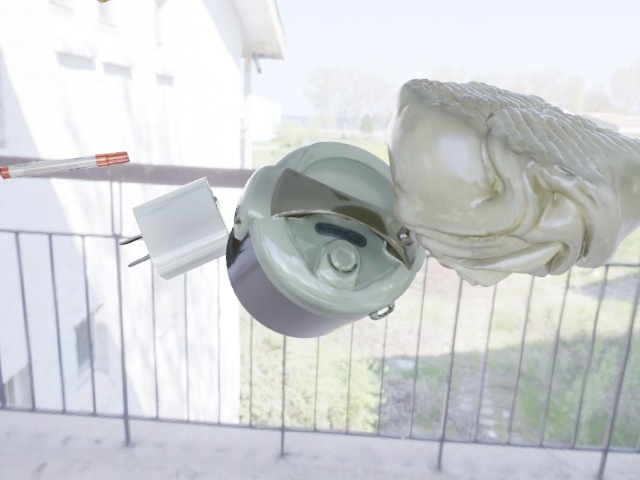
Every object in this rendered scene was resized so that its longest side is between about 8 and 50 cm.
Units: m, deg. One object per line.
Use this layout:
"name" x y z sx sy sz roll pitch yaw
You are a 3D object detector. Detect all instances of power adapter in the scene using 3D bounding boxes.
"power adapter" -0.350 -0.015 1.314 0.255 0.187 0.124 -23 -12 -7

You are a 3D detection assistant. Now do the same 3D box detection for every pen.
"pen" -0.503 -0.151 1.093 0.238 0.028 0.028 -11 16 -17

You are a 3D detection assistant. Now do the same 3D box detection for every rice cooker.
"rice cooker" 0.000 0.000 1.009 0.334 0.336 0.325 -3 -18 -22

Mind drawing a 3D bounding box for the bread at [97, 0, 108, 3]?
"bread" -0.366 -0.461 0.976 0.083 0.044 0.111 -7 46 21

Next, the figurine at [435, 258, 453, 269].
"figurine" 0.315 -0.025 1.309 0.143 0.143 0.271 6 -30 14

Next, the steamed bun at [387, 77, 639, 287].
"steamed bun" 0.238 -0.063 0.704 0.324 0.220 0.309 -10 38 -40
